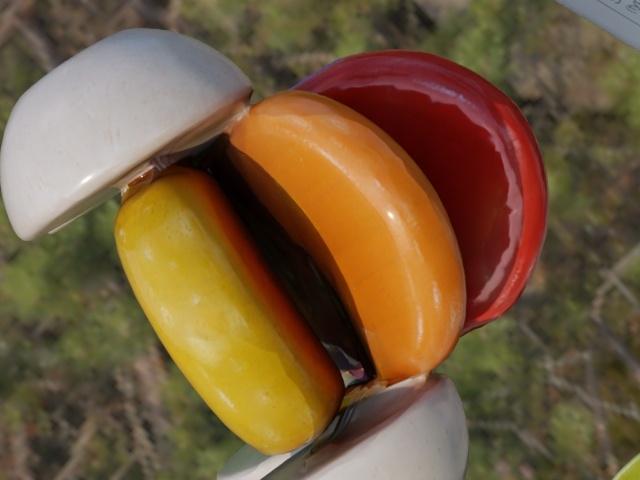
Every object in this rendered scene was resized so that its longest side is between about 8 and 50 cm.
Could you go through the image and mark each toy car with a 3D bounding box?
[{"bbox_3d":[0.000,0.000,0.575,0.136,0.159,0.182,-34,3,-1],"label":"toy car"}]

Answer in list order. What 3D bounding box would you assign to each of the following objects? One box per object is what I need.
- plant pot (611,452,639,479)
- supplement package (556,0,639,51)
[{"bbox_3d":[0.311,0.283,1.153,0.275,0.293,0.275,-163,90,-74],"label":"plant pot"},{"bbox_3d":[0.137,-0.177,0.661,0.175,0.293,0.177,-53,11,36],"label":"supplement package"}]
